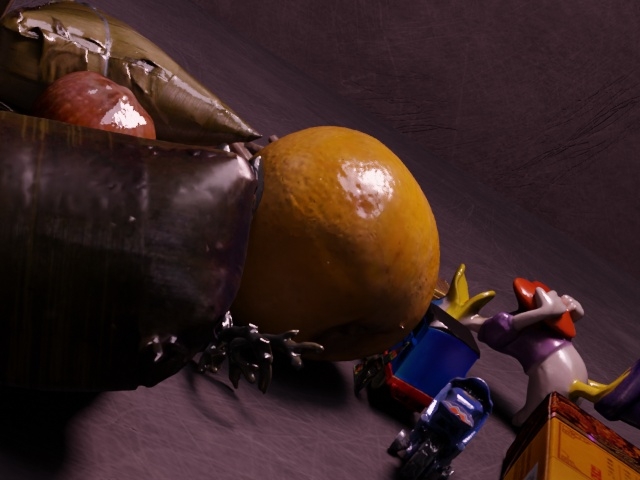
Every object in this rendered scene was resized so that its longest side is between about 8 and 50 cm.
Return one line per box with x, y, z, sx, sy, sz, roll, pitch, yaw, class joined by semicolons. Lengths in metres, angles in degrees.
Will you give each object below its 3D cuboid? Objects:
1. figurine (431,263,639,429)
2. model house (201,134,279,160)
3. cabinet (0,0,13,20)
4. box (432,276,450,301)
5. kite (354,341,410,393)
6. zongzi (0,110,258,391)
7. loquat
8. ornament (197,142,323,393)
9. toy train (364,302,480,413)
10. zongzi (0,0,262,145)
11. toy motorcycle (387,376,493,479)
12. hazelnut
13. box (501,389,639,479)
0.278;0.150;1.758;0.421;0.193;0.154;31;10;23;figurine
-0.094;-0.103;1.823;0.188;0.122;0.229;44;2;26;model house
-0.526;-0.322;1.563;0.215;0.148;0.175;38;14;12;cabinet
0.168;0.067;2.113;0.133;0.023;0.090;27;14;-25;box
0.062;0.149;1.500;0.004;0.090;0.122;43;-28;-11;kite
-0.291;0.015;1.047;0.403;0.208;0.432;10;-11;-14;zongzi
0.000;0.000;1.437;0.275;0.275;0.275;32;14;-9;loquat
-0.079;0.040;1.274;0.236;0.202;0.080;48;12;35;ornament
0.120;0.131;1.555;0.082;0.131;0.204;30;14;-13;toy train
-0.248;-0.220;1.707;0.360;0.160;0.323;14;19;-5;zongzi
0.141;0.205;1.388;0.076;0.114;0.205;38;14;10;toy motorcycle
-0.275;-0.129;1.508;0.154;0.143;0.143;46;15;8;hazelnut
0.330;0.332;1.395;0.264;0.116;0.415;34;13;3;box
